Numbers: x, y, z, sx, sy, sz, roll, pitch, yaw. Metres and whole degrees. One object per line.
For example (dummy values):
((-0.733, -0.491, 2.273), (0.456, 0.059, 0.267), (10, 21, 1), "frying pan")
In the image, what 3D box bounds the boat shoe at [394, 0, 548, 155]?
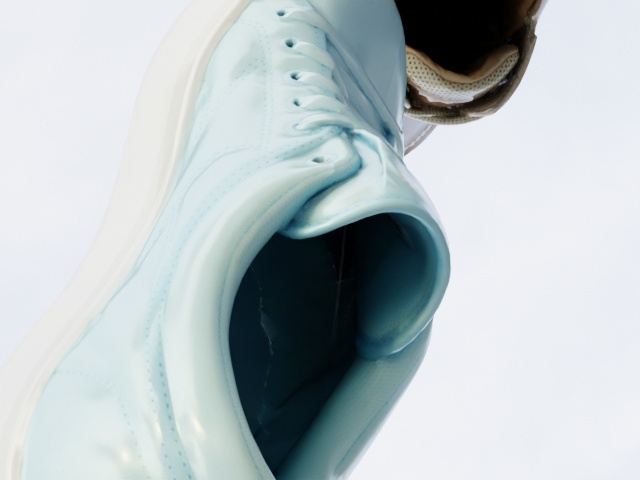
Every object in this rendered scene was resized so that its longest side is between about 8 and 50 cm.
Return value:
((0.048, -0.115, 0.928), (0.123, 0.324, 0.116), (-5, -116, -11), "boat shoe")

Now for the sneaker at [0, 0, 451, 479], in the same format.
((0.000, 0.000, 0.711), (0.135, 0.150, 0.366), (52, -141, -31), "sneaker")
